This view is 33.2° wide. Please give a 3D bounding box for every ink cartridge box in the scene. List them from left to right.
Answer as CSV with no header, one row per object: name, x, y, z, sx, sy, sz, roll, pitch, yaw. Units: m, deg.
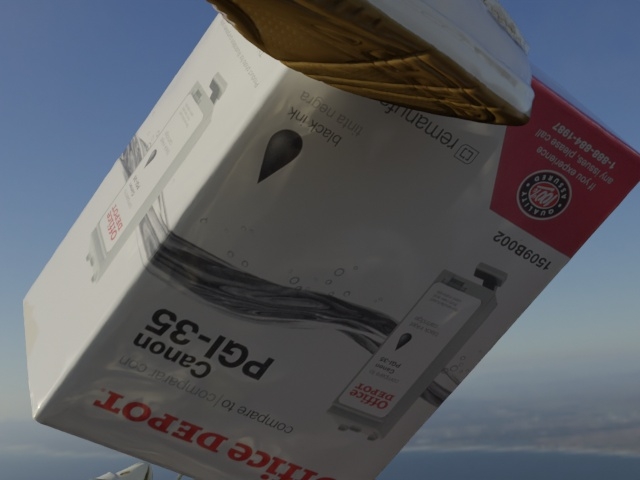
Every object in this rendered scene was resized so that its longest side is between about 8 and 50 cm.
ink cartridge box,0.000,0.000,0.585,0.207,0.283,0.117,28,19,-30

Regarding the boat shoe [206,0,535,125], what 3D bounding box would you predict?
boat shoe,0.001,-0.119,0.373,0.098,0.096,0.277,12,-8,41

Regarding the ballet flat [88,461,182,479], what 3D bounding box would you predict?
ballet flat,-0.158,0.253,1.054,0.213,0.068,0.072,10,-26,2
